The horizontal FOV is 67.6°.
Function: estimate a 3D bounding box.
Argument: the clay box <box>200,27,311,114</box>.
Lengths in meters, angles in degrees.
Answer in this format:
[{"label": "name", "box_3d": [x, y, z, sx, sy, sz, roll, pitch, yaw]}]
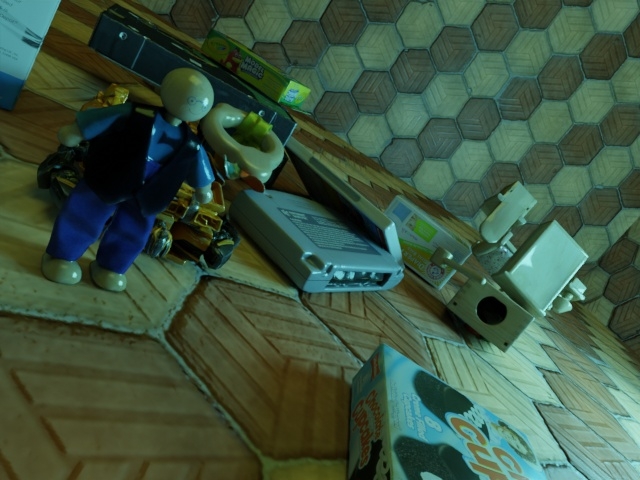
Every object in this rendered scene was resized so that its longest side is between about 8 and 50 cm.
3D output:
[{"label": "clay box", "box_3d": [-0.113, -0.331, 0.953, 0.222, 0.053, 0.127, 34, 17, 7]}]

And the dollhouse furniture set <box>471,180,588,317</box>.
[{"label": "dollhouse furniture set", "box_3d": [0.391, 0.071, 1.097, 0.303, 0.174, 0.355, 48, -18, -1]}]

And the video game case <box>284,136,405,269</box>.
[{"label": "video game case", "box_3d": [0.047, -0.066, 0.928, 0.285, 0.025, 0.204, 44, -8, 28]}]

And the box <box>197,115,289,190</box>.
[{"label": "box", "box_3d": [-0.157, -0.189, 0.928, 0.147, 0.077, 0.180, 25, 19, -27]}]

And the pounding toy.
[{"label": "pounding toy", "box_3d": [0.274, 0.108, 0.882, 0.206, 0.094, 0.181, 39, 8, 16]}]

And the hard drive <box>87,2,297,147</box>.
[{"label": "hard drive", "box_3d": [-0.219, -0.293, 0.854, 0.339, 0.064, 0.237, 23, 20, -28]}]

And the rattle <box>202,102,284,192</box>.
[{"label": "rattle", "box_3d": [-0.131, -0.098, 0.690, 0.130, 0.143, 0.199, 33, 31, -41]}]

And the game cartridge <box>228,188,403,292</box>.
[{"label": "game cartridge", "box_3d": [0.000, 0.000, 0.755, 0.198, 0.062, 0.297, 39, 16, 29]}]

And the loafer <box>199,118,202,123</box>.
[{"label": "loafer", "box_3d": [-0.178, -0.239, 1.055, 0.170, 0.061, 0.062, 26, 18, -31]}]

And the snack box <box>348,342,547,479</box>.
[{"label": "snack box", "box_3d": [0.110, 0.217, 0.345, 0.187, 0.060, 0.322, 34, 16, -5]}]

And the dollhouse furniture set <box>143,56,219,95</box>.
[{"label": "dollhouse furniture set", "box_3d": [-0.288, -0.430, 1.214, 0.201, 0.152, 0.374, 42, 18, 23]}]

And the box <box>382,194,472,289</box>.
[{"label": "box", "box_3d": [0.224, 0.001, 1.076, 0.203, 0.114, 0.103, 38, 15, 9]}]

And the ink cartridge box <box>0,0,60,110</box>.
[{"label": "ink cartridge box", "box_3d": [-0.371, -0.260, 0.508, 0.140, 0.190, 0.082, 20, 22, -43]}]

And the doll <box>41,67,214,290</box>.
[{"label": "doll", "box_3d": [-0.139, -0.047, 0.370, 0.129, 0.189, 0.046, 18, 23, -44]}]

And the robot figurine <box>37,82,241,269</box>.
[{"label": "robot figurine", "box_3d": [-0.192, -0.079, 0.541, 0.211, 0.085, 0.291, 22, 21, -35]}]
